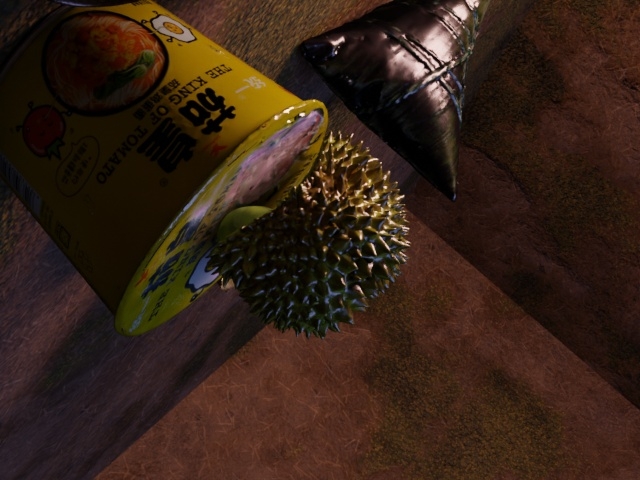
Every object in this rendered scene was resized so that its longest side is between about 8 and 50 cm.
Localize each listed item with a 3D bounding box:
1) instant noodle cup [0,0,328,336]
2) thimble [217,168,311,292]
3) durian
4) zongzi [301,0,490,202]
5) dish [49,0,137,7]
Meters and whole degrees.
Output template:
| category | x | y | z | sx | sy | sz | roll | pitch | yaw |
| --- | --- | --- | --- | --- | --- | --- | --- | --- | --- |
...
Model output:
| category | x | y | z | sx | sy | sz | roll | pitch | yaw |
| --- | --- | --- | --- | --- | --- | --- | --- | --- | --- |
| instant noodle cup | -0.187 | -0.097 | 1.093 | 0.325 | 0.254 | 0.325 | -47 | 170 | -11 |
| thimble | -0.130 | -0.059 | 1.786 | 0.271 | 0.150 | 0.271 | -47 | 170 | -10 |
| durian | -0.001 | 0.002 | 1.078 | 0.200 | 0.177 | 0.237 | -31 | -169 | 28 |
| zongzi | 0.175 | -0.256 | 1.788 | 0.319 | 0.362 | 0.383 | -33 | -176 | 40 |
| dish | -0.201 | -0.275 | 0.921 | 0.141 | 0.078 | 0.141 | -10 | 171 | -2 |
